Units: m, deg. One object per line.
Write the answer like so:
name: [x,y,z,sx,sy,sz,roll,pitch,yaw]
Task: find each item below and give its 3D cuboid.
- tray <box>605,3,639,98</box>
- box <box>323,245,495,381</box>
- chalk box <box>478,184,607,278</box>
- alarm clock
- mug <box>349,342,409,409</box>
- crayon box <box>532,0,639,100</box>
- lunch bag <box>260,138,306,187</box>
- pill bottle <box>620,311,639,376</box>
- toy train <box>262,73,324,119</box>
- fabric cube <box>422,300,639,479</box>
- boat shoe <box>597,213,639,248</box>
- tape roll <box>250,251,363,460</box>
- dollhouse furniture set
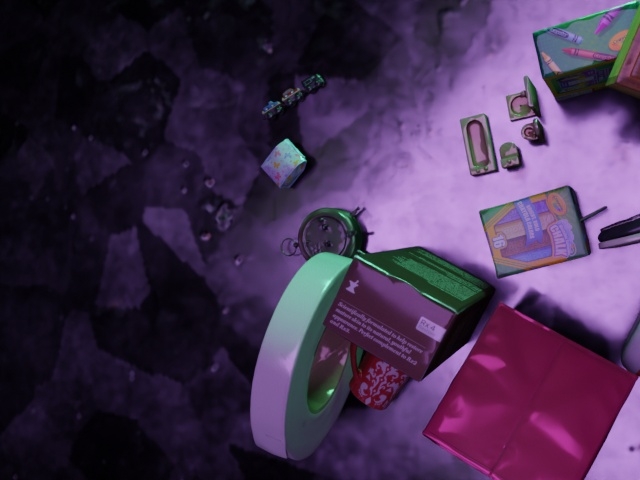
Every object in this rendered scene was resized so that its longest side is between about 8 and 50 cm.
tray: [0.654,-0.250,1.122,0.410,0.076,0.203,22,99,5]
box: [0.173,0.116,1.390,0.191,0.381,0.143,29,101,19]
chalk box: [0.419,-0.019,1.429,0.213,0.132,0.132,-15,84,22]
alarm clock: [0.000,0.000,1.634,0.192,0.064,0.129,-13,85,24]
mug: [0.122,0.234,1.555,0.150,0.113,0.169,31,106,1]
crayon box: [0.466,-0.314,1.332,0.165,0.278,0.081,-13,87,21]
lunch bag: [-0.073,-0.164,1.666,0.071,0.053,0.083,46,115,18]
pill bottle: [0.686,0.203,1.297,0.322,0.181,0.182,27,99,19]
toy train: [-0.063,-0.309,1.675,0.158,0.027,0.036,-31,76,18]
fabric cube: [0.358,0.300,1.354,0.259,0.254,0.258,29,80,20]
boat shoe: [0.635,-0.082,1.346,0.340,0.127,0.113,-21,83,18]
tape roll: [-0.009,0.216,1.460,0.072,0.392,0.392,16,96,21]
dollhouse furniture set: [0.336,-0.210,1.466,0.151,0.123,0.144,-12,85,21]
